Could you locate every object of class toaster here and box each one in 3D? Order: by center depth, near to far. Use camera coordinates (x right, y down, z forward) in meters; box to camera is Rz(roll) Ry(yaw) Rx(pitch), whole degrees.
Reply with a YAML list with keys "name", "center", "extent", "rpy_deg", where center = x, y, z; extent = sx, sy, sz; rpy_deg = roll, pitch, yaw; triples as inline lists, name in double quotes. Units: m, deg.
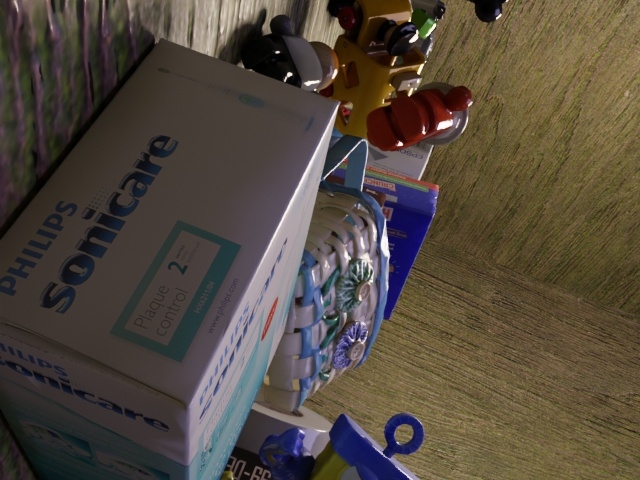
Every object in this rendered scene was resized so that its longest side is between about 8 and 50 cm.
- name: "toaster"
  center: [0.134, -0.374, 1.276]
  extent: [0.227, 0.146, 0.129]
  rpy_deg: [95, 16, -79]

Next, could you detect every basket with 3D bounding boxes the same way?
- name: "basket"
  center: [-0.018, 0.038, 0.797]
  extent: [0.289, 0.201, 0.254]
  rpy_deg: [-53, 151, -55]

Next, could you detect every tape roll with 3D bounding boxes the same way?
- name: "tape roll"
  center: [-0.092, 0.281, 1.077]
  extent: [0.219, 0.219, 0.072]
  rpy_deg: [69, 42, -84]

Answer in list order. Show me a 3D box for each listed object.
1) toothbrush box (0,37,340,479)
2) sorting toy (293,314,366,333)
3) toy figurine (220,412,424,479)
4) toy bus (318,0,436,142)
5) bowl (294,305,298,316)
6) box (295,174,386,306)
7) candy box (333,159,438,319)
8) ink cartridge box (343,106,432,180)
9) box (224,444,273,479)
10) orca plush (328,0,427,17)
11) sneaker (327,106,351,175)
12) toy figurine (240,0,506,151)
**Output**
- name: "toothbrush box"
  center: [-0.099, 0.054, 0.478]
  extent: [0.295, 0.126, 0.216]
  rpy_deg: [104, 8, -53]
- name: "sorting toy"
  center: [-0.025, 0.126, 1.368]
  extent: [0.366, 0.127, 0.126]
  rpy_deg: [-11, 101, -48]
- name: "toy figurine"
  center: [-0.001, 0.229, 0.685]
  extent: [0.217, 0.362, 0.191]
  rpy_deg: [-47, -179, 3]
- name: "toy bus"
  center: [0.076, -0.219, 0.867]
  extent: [0.191, 0.104, 0.202]
  rpy_deg: [-43, 153, 6]
- name: "bowl"
  center: [-0.064, 0.222, 1.799]
  extent: [0.298, 0.134, 0.297]
  rpy_deg: [22, 90, -86]
- name: "box"
  center: [0.000, 0.000, 1.246]
  extent: [0.168, 0.167, 0.203]
  rpy_deg: [-57, 168, -69]
- name: "candy box"
  center: [0.074, -0.004, 1.505]
  extent: [0.122, 0.268, 0.317]
  rpy_deg: [-75, -178, -49]
- name: "ink cartridge box"
  center: [0.125, -0.190, 1.574]
  extent: [0.224, 0.223, 0.045]
  rpy_deg: [99, 12, -65]
- name: "box"
  center: [-0.118, 0.357, 0.963]
  extent: [0.307, 0.242, 0.076]
  rpy_deg: [106, 6, -60]
- name: "orca plush"
  center: [0.065, -0.327, 0.944]
  extent: [0.102, 0.151, 0.287]
  rpy_deg: [-37, 176, -4]
- name: "sneaker"
  center: [0.008, -0.170, 1.197]
  extent: [0.125, 0.104, 0.262]
  rpy_deg: [-52, 174, 8]
- name: "toy figurine"
  center: [0.055, -0.197, 0.625]
  extent: [0.148, 0.210, 0.213]
  rpy_deg: [-27, 137, -59]
